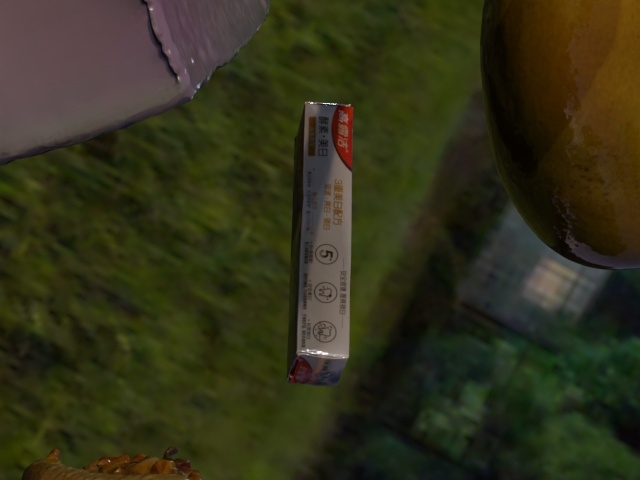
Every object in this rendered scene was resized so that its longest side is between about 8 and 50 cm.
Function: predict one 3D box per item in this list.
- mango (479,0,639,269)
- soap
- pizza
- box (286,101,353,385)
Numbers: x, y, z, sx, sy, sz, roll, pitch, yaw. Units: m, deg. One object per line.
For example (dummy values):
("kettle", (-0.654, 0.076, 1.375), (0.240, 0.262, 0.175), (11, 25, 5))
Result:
("mango", (0.200, -0.116, 1.259), (0.211, 0.173, 0.317), (-63, 145, -40))
("soap", (-0.121, -0.192, 0.673), (0.107, 0.296, 0.285), (-17, -167, 8))
("pizza", (-0.163, 0.197, 1.427), (0.271, 0.134, 0.056), (173, -89, -69))
("box", (0.000, 0.000, 1.342), (0.055, 0.039, 0.218), (108, -14, -61))
